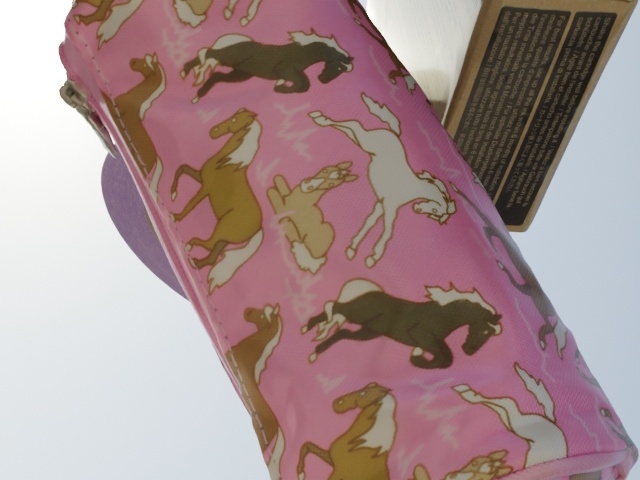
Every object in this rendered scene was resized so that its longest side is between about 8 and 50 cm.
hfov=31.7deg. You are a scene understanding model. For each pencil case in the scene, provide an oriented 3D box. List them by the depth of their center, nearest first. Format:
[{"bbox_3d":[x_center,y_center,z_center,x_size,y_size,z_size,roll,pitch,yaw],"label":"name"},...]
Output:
[{"bbox_3d":[0.000,0.000,0.582,0.167,0.160,0.386,-42,-119,22],"label":"pencil case"}]

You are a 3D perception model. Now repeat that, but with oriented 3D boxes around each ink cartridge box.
[{"bbox_3d":[0.100,-0.153,0.718,0.193,0.088,0.235,107,-17,-48],"label":"ink cartridge box"}]

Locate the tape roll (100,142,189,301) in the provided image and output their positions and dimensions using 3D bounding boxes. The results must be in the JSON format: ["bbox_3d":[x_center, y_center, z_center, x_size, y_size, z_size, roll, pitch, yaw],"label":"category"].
[{"bbox_3d":[-0.050,-0.027,0.983,0.275,0.090,0.275,18,-36,14],"label":"tape roll"}]
